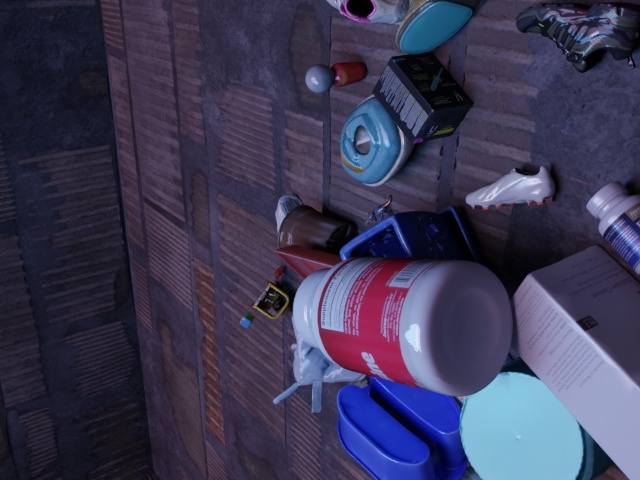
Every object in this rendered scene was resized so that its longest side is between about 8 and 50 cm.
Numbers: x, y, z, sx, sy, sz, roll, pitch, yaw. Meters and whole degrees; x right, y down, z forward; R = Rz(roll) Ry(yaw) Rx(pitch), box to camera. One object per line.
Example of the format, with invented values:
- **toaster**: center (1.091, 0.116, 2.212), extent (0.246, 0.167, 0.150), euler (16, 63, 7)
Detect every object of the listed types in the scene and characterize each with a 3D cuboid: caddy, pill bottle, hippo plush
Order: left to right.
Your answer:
- **hippo plush**: center (0.027, 0.306, 1.955), extent (0.236, 0.235, 0.294), euler (-20, -58, -84)
- **pill bottle**: center (0.130, 0.144, 1.316), extent (0.408, 0.229, 0.228), euler (1, 104, 55)
- **caddy**: center (0.189, 0.445, 1.670), extent (0.341, 0.241, 0.179), euler (36, 150, 39)
- **pill bottle**: center (0.526, -0.016, 1.173), extent (0.169, 0.094, 0.094), euler (55, 142, 26)

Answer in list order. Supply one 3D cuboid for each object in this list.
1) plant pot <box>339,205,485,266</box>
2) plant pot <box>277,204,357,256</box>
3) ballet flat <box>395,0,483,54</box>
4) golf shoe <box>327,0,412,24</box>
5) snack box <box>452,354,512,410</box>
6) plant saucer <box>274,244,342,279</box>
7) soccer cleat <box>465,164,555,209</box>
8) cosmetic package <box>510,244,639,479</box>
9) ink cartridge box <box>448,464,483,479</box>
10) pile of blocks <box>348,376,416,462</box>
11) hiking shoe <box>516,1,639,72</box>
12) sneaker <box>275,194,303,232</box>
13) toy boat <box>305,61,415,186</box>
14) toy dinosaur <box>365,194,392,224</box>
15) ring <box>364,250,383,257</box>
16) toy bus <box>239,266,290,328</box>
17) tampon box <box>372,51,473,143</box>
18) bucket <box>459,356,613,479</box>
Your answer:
- **plant pot**: center (0.217, 0.063, 1.548), extent (0.236, 0.212, 0.235), euler (-37, 73, 55)
- **plant pot**: center (0.000, 0.000, 1.894), extent (0.165, 0.167, 0.166), euler (17, 117, 44)
- **ballet flat**: center (0.262, -0.492, 1.355), extent (0.348, 0.123, 0.123), euler (-36, 73, 55)
- **golf shoe**: center (0.082, -0.542, 1.556), extent (0.306, 0.140, 0.115), euler (32, 130, 47)
- **snack box**: center (0.413, 0.392, 1.541), extent (0.321, 0.060, 0.187), euler (56, 142, 24)
- **plant saucer**: center (0.047, 0.098, 1.776), extent (0.259, 0.047, 0.259), euler (13, 157, 45)
- **soccer cleat**: center (0.372, -0.104, 1.393), extent (0.196, 0.068, 0.076), euler (-4, 95, 49)
- **cosmetic package**: center (0.510, 0.209, 1.188), extent (0.385, 0.217, 0.156), euler (49, 140, 30)
- **ink cartridge box**: center (0.366, 0.568, 1.630), extent (0.088, 0.123, 0.052), euler (37, 136, 43)
- **pile of blocks**: center (0.219, 0.491, 1.850), extent (0.113, 0.149, 0.362), euler (-39, 76, 9)
- **hiking shoe**: center (0.424, -0.341, 1.191), extent (0.227, 0.086, 0.114), euler (21, 117, 49)
- **sneaker**: center (-0.072, -0.012, 2.064), extent (0.115, 0.091, 0.232), euler (-49, 54, 59)
- **toy boat**: center (0.082, -0.278, 1.644), extent (0.318, 0.148, 0.267), euler (66, 154, 15)
- **toy dinosaur**: center (0.149, -0.070, 1.767), extent (0.082, 0.047, 0.090), euler (20, 87, 61)
- **ring**: center (0.179, 0.166, 1.812), extent (0.337, 0.032, 0.336), euler (29, 127, 47)
- **toy bus**: center (-0.147, 0.196, 2.223), extent (0.104, 0.202, 0.191), euler (35, 131, 2)
- **tampon box**: center (0.212, -0.300, 1.483), extent (0.161, 0.121, 0.101), euler (58, 143, 23)
- **bucket**: center (0.415, 0.353, 1.344), extent (0.281, 0.183, 0.280), euler (2, 93, 39)
